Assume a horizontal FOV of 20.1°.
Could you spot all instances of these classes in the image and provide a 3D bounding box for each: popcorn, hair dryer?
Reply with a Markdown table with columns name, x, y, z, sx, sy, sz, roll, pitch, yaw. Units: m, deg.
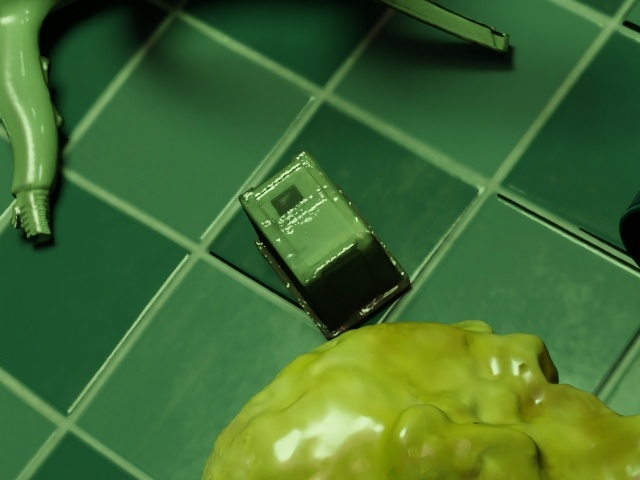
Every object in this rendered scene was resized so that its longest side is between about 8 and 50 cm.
| name | x | y | z | sx | sy | sz | roll | pitch | yaw |
| --- | --- | --- | --- | --- | --- | --- | --- | --- | --- |
| popcorn | 0.042 | 0.135 | 0.848 | 0.253 | 0.190 | 0.191 | -37 | 53 | -1 |
| hair dryer | -0.144 | -0.139 | 1.124 | 0.219 | 0.088 | 0.225 | -33 | 72 | -7 |

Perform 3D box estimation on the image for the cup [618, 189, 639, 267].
| name | x | y | z | sx | sy | sz | roll | pitch | yaw |
| --- | --- | --- | --- | --- | --- | --- | --- | --- | --- |
| cup | 0.248 | -0.026 | 0.930 | 0.138 | 0.150 | 0.113 | -56 | 21 | -17 |

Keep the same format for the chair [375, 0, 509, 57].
| name | x | y | z | sx | sy | sz | roll | pitch | yaw |
| --- | --- | --- | --- | --- | --- | --- | --- | --- | --- |
| chair | -0.001 | -0.220 | 1.034 | 0.274 | 0.190 | 0.203 | 16 | 65 | -1 |

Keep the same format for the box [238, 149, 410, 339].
| name | x | y | z | sx | sy | sz | roll | pitch | yaw |
| --- | --- | --- | --- | --- | --- | --- | --- | --- | --- |
| box | 0.000 | 0.000 | 1.003 | 0.060 | 0.063 | 0.085 | -34 | 60 | -4 |
